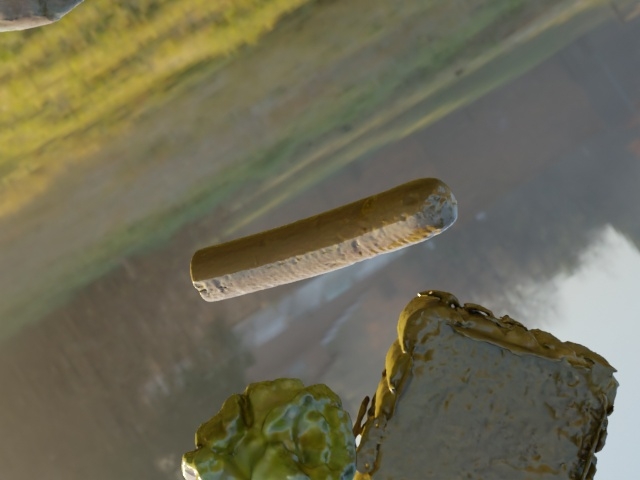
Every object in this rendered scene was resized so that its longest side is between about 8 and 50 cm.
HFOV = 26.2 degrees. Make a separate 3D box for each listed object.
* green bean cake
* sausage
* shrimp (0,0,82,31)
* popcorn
[{"bbox_3d":[0.152,0.178,1.330,0.131,0.224,0.229,-102,-149,-86],"label":"green bean cake"},{"bbox_3d":[0.001,0.000,1.359,0.301,0.065,0.066,-15,-171,33],"label":"sausage"},{"bbox_3d":[-0.224,-0.259,0.903,0.145,0.267,0.061,-13,-149,7],"label":"shrimp"},{"bbox_3d":[-0.031,0.173,1.000,0.126,0.145,0.126,-10,175,22],"label":"popcorn"}]
